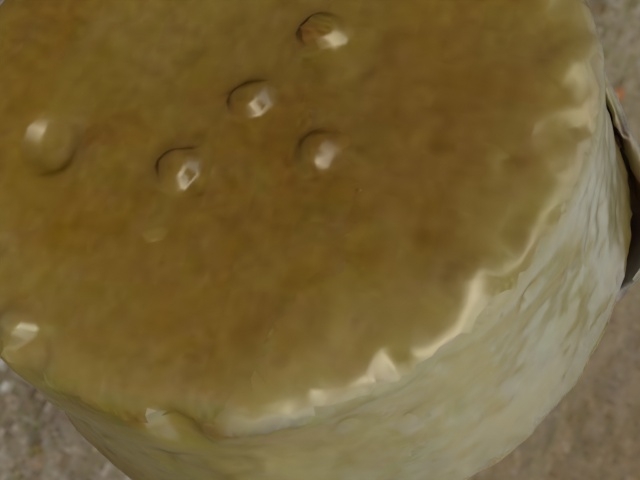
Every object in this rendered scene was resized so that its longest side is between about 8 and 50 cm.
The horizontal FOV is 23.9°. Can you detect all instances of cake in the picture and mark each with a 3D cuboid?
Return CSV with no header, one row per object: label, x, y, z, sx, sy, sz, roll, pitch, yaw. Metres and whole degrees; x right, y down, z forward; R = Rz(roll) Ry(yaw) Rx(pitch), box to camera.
cake,0.005,0.006,0.790,0.332,0.332,0.321,-60,153,-17
